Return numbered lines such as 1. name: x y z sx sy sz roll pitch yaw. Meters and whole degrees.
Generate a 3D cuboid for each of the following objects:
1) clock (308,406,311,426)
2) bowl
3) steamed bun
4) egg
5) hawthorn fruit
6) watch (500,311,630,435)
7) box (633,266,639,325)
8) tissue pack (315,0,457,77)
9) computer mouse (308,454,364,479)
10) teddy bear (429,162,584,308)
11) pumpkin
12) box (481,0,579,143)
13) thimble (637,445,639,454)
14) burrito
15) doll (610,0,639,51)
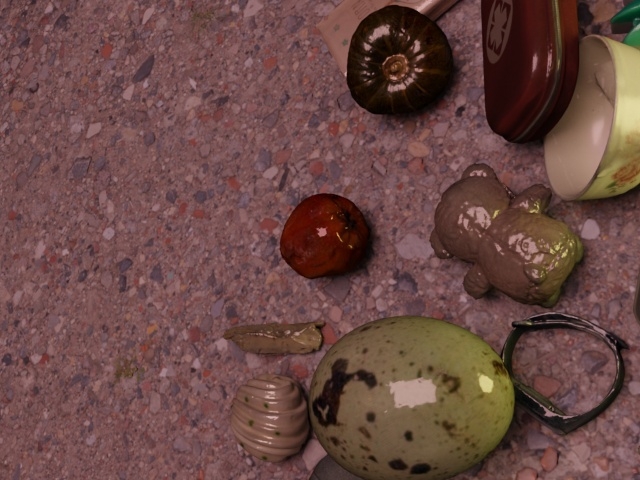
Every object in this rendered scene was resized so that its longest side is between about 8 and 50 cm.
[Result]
1. clock: -0.050 0.355 1.739 0.074 0.010 0.083 -45 57 15
2. bowl: 0.488 -0.195 1.445 0.145 0.277 0.277 5 75 -10
3. steamed bun: -0.109 0.346 1.712 0.182 0.106 0.183 -9 76 37
4. egg: 0.151 0.270 1.466 0.379 0.287 0.288 -8 72 36
5. hawthorn fruit: 0.011 -0.004 1.731 0.173 0.173 0.179 42 125 34
6. watch: 0.402 0.211 1.468 0.206 0.068 0.193 36 93 31
7. box: 0.689 -0.007 1.310 0.372 0.090 0.368 5 76 38
8. tissue pack: 0.154 -0.494 1.827 0.325 0.071 0.170 -38 62 18
9. computer mouse: 0.097 0.510 1.539 0.373 0.114 0.203 21 88 36
10. teddy bear: 0.322 -0.001 1.527 0.267 0.151 0.236 37 105 37
11. pumpkin: 0.159 -0.359 1.731 0.218 0.162 0.219 2 101 13
12. box: 0.369 -0.378 1.556 0.108 0.263 0.404 5 69 -8
13. thimble: 0.580 0.307 1.286 0.190 0.137 0.144 29 94 49
14. burrito: -0.099 0.200 1.793 0.229 0.063 0.058 -6 33 23
15. doll: 0.627 -0.364 1.459 0.258 0.153 0.195 4 64 26
